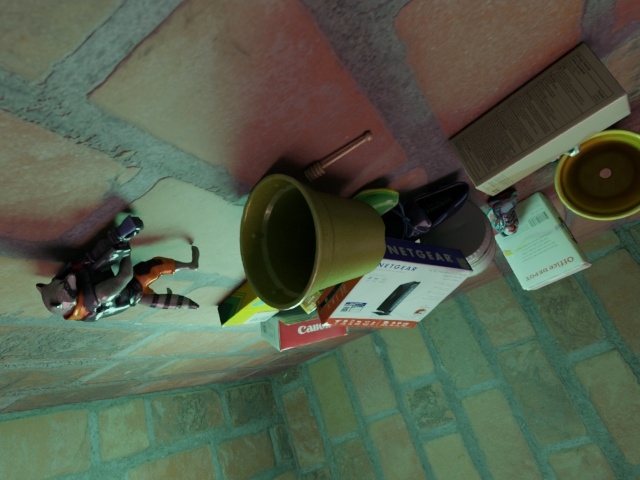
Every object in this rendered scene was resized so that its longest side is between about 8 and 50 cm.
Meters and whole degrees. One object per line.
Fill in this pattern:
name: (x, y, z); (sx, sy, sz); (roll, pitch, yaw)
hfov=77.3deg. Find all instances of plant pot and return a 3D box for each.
plant pot: (0.858, -0.198, 1.204); (0.254, 0.253, 0.239); (-36, 169, 33)
plant pot: (0.000, 0.000, 0.891); (0.254, 0.275, 0.276); (-2, 151, -42)

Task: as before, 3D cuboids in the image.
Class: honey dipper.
honey dipper: (0.038, -0.177, 0.835); (0.161, 0.030, 0.030); (-32, 155, 17)

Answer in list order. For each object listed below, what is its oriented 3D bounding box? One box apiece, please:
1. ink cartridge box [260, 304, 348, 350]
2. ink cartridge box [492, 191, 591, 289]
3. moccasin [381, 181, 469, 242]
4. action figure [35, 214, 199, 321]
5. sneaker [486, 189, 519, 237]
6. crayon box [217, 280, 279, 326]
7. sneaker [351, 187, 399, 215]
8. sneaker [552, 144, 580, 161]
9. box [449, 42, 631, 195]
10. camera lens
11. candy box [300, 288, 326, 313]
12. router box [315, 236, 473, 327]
ink cartridge box: (-0.055, 0.339, 1.631); (0.310, 0.129, 0.272); (-7, -174, -28)
ink cartridge box: (0.814, 0.007, 1.510); (0.131, 0.305, 0.226); (6, 147, -46)
moccasin: (0.257, -0.076, 1.109); (0.342, 0.137, 0.117); (-36, 168, -10)
action figure: (-0.422, 0.090, 0.883); (0.341, 0.178, 0.330); (-35, 163, 36)
sneaker: (0.665, -0.086, 1.413); (0.104, 0.125, 0.262); (-25, 157, 12)
crayon box: (-0.202, 0.203, 1.423); (0.202, 0.081, 0.319); (3, 149, -43)
sneaker: (0.095, -0.036, 1.069); (0.296, 0.123, 0.110); (-35, 153, 30)
sneaker: (0.575, -0.241, 1.048); (0.238, 0.086, 0.085); (-13, 158, -12)
box: (0.464, -0.246, 0.872); (0.311, 0.147, 0.121); (-34, 154, 33)
camera lens: (0.451, -0.001, 1.311); (0.220, 0.219, 0.274); (-28, 156, 18)
candy box: (-0.059, 0.125, 1.229); (0.109, 0.186, 0.053); (-43, 180, 42)
router box: (0.201, 0.131, 1.126); (0.336, 0.082, 0.301); (8, 134, -28)
